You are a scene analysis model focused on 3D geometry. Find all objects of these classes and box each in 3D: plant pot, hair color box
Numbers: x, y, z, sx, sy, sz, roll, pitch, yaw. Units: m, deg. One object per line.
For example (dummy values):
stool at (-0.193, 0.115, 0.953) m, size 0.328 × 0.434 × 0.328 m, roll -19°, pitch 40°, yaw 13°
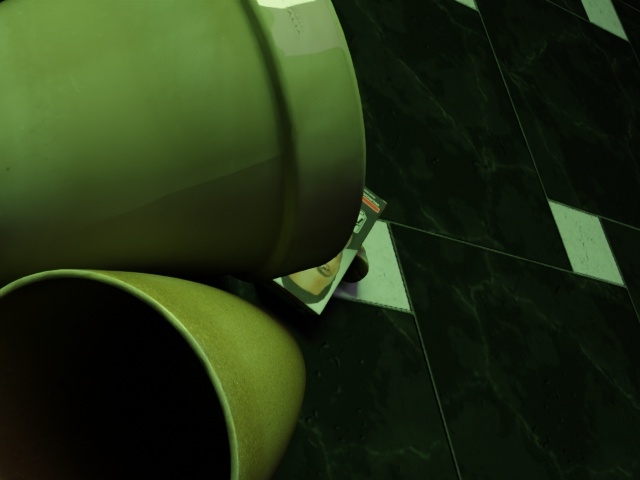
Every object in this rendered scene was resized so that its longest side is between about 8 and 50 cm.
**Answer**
plant pot at (-0.164, -0.089, 0.924) m, size 0.280 × 0.323 × 0.323 m, roll -19°, pitch 73°, yaw -27°
hair color box at (0.000, 0.000, 1.173) m, size 0.072 × 0.043 × 0.141 m, roll 37°, pitch 71°, yaw -18°
plant pot at (-0.116, 0.125, 0.881) m, size 0.237 × 0.237 × 0.254 m, roll 57°, pitch 21°, yaw 7°

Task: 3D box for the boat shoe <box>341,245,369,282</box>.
boat shoe at (-0.004, -0.008, 1.232) m, size 0.135 × 0.050 × 0.045 m, roll 42°, pitch 25°, yaw -15°
